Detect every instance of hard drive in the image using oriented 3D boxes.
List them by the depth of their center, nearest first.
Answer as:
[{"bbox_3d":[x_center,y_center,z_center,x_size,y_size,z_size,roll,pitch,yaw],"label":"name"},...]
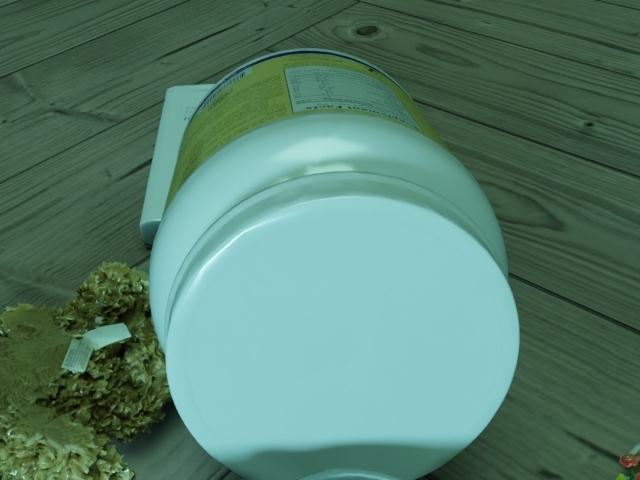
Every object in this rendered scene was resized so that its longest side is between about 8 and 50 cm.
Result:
[{"bbox_3d":[-0.097,-0.105,0.922,0.203,0.040,0.307,-3,39,-2],"label":"hard drive"}]

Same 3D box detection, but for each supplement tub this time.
[{"bbox_3d":[0.000,0.000,0.580,0.241,0.241,0.331,-4,25,-4],"label":"supplement tub"}]

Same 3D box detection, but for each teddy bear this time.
[{"bbox_3d":[-0.218,0.127,0.599,0.245,0.113,0.338,21,36,16],"label":"teddy bear"}]

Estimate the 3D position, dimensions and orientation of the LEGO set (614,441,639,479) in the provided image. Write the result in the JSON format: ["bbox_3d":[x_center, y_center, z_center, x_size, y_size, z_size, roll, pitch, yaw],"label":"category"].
[{"bbox_3d":[0.154,0.175,0.507,0.287,0.107,0.132,-7,39,-7],"label":"LEGO set"}]

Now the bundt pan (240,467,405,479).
[{"bbox_3d":[0.014,0.271,0.334,0.331,0.124,0.331,2,35,-2],"label":"bundt pan"}]
